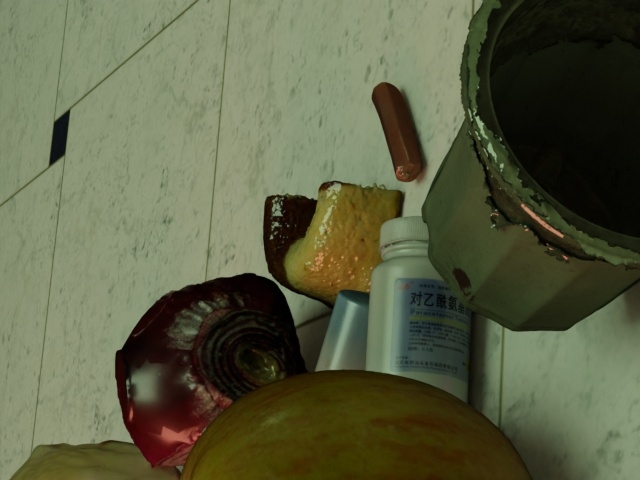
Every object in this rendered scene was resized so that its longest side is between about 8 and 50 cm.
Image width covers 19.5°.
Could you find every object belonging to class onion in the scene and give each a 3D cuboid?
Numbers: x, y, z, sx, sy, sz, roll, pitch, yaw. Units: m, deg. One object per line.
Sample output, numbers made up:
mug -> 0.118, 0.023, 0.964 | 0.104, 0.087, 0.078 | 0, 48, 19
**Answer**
onion -> -0.130, 0.144, 2.091 | 0.216, 0.206, 0.207 | 118, 142, -64

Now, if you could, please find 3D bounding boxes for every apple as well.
apple -> 0.009, 0.302, 1.649 | 0.400, 0.333, 0.400 | -35, 49, 54

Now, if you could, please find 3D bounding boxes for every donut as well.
donut -> 0.002, 0.000, 2.091 | 0.217, 0.085, 0.141 | -18, 63, 60

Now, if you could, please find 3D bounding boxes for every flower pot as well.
flower pot -> 0.209, -0.052, 1.511 | 0.259, 0.290, 0.290 | 123, 149, -57

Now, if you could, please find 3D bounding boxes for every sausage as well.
sausage -> 0.083, -0.118, 2.033 | 0.030, 0.035, 0.147 | -57, 34, 38

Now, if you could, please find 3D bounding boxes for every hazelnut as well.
hazelnut -> -0.287, 0.352, 2.345 | 0.241, 0.261, 0.261 | 61, 141, 13

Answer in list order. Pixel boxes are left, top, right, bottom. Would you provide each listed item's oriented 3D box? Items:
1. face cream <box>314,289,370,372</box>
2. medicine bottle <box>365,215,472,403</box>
face cream -> 0.021, 0.181, 1.977 | 0.077, 0.077, 0.250 | 35, 112, 63
medicine bottle -> 0.098, 0.077, 1.834 | 0.103, 0.102, 0.187 | -26, 55, 59
